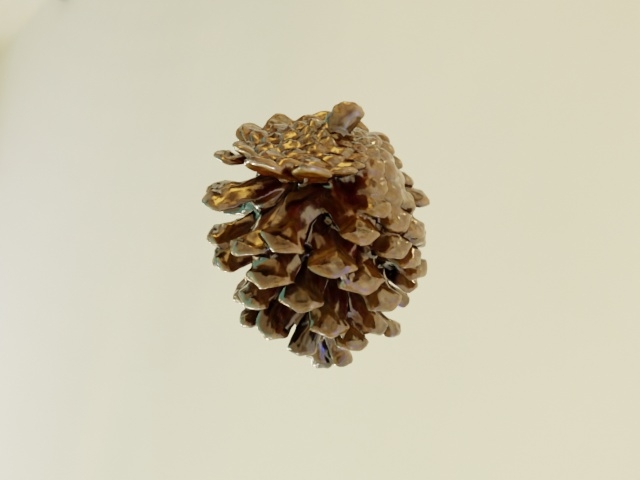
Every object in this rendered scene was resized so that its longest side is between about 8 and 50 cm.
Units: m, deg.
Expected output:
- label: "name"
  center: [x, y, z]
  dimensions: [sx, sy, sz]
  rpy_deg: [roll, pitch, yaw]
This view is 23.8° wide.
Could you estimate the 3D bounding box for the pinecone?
- label: "pinecone"
  center: [0.002, 0.001, 1.207]
  dimensions: [0.169, 0.186, 0.212]
  rpy_deg: [-5, -82, 44]
